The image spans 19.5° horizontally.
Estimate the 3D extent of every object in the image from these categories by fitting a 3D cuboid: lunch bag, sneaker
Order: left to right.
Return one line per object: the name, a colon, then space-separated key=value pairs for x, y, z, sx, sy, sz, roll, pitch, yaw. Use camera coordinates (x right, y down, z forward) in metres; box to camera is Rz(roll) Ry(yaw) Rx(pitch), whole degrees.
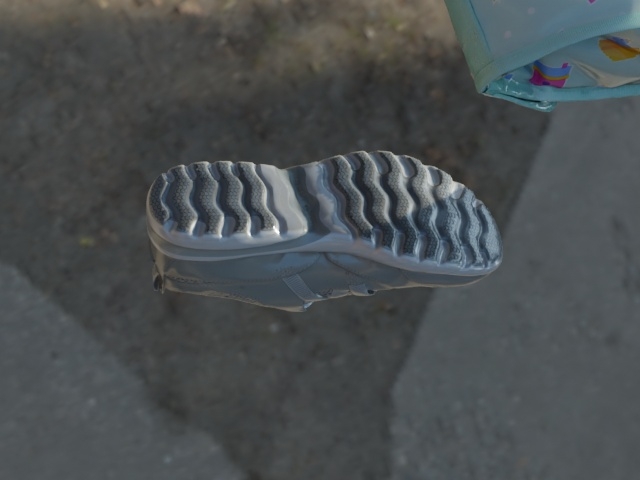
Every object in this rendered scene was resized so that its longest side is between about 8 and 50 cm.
sneaker: x=0.000 y=0.000 z=1.438 sx=0.281 sy=0.115 sz=0.105 roll=5 pitch=52 yaw=-11
lunch bag: x=0.185 y=-0.212 z=1.262 sx=0.262 sy=0.160 sz=0.223 roll=-11 pitch=75 yaw=-20
